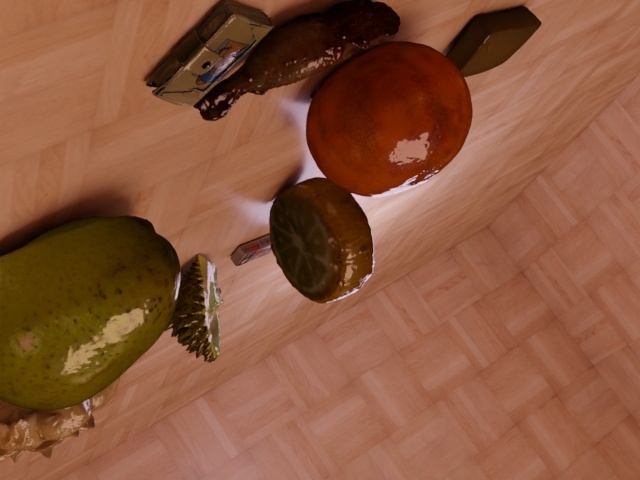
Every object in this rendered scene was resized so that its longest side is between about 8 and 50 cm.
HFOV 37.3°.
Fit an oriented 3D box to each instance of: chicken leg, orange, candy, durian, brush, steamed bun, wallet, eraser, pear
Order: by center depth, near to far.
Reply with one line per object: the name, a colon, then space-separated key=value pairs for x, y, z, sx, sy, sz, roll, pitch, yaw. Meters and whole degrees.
wallet: x=-0.137 y=-0.231 z=1.189 sx=0.155 sy=0.039 sz=0.110 roll=-41 pitch=168 yaw=20
chicken leg: x=-0.024 y=-0.258 z=1.317 sx=0.322 sy=0.083 sz=0.177 roll=-30 pitch=-179 yaw=-35
pear: x=-0.342 y=0.097 z=1.429 sx=0.318 sy=0.238 sz=0.342 roll=-30 pitch=169 yaw=17
orange: x=0.115 y=-0.195 z=1.566 sx=0.284 sy=0.226 sz=0.284 roll=-28 pitch=171 yaw=-5
steamed bun: x=-0.490 y=0.282 z=1.631 sx=0.292 sy=0.137 sz=0.295 roll=-13 pitch=-157 yaw=-18
brush: x=0.327 y=-0.380 z=1.809 sx=0.197 sy=0.059 sz=0.123 roll=-24 pitch=160 yaw=-45
candy: x=0.000 y=0.000 z=1.913 sx=0.118 sy=0.260 sz=0.260 roll=-20 pitch=161 yaw=-34
durian: x=-0.257 y=0.162 z=2.079 sx=0.169 sy=0.157 sz=0.355 roll=-50 pitch=171 yaw=-13
eraser: x=-0.143 y=0.018 z=2.118 sx=0.122 sy=0.029 sz=0.052 roll=-21 pitch=162 yaw=-45
